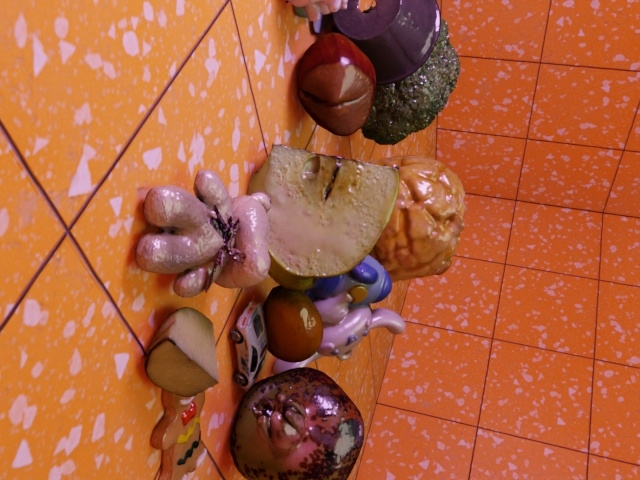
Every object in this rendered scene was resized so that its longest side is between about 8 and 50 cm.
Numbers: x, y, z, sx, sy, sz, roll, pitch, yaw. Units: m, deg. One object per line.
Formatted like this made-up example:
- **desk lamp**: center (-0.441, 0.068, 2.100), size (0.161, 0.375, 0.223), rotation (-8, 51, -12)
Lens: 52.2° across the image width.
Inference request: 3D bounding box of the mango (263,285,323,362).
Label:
- **mango**: center (-0.061, 0.178, 1.379), size (0.120, 0.151, 0.221), rotation (-38, 167, -26)

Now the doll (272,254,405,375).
- **doll**: center (0.050, 0.145, 1.577), size (0.376, 0.187, 0.366), rotation (-32, 127, -43)

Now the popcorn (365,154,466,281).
- **popcorn**: center (0.207, -0.062, 1.810), size (0.390, 0.353, 0.344), rotation (125, -28, -80)

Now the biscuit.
- **biscuit**: center (-0.232, 0.314, 1.109), size (0.158, 0.035, 0.240), rotation (-52, 148, -64)

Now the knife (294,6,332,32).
- **knife**: center (-0.006, -0.489, 1.426), size (0.260, 0.034, 0.063), rotation (-25, 122, -74)

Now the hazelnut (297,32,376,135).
- **hazelnut**: center (0.028, -0.339, 1.418), size (0.181, 0.181, 0.212), rotation (-32, 136, -31)

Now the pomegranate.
- **pomegranate**: center (-0.052, 0.382, 1.329), size (0.341, 0.284, 0.285), rotation (77, 27, -64)

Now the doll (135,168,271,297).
- **doll**: center (-0.166, 0.002, 0.994), size (0.175, 0.149, 0.278), rotation (-51, 156, 16)

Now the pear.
- **pear**: center (-0.008, -0.036, 1.296), size (0.176, 0.286, 0.282), rotation (153, -53, -86)

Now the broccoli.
- **broccoli**: center (0.211, -0.443, 1.756), size (0.413, 0.321, 0.310), rotation (60, 31, -41)

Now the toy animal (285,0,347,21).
- **toy animal**: center (0.032, -0.499, 1.278), size (0.220, 0.103, 0.131), rotation (-26, 85, -45)

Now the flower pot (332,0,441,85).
- **flower pot**: center (0.127, -0.505, 1.474), size (0.166, 0.269, 0.269), rotation (16, 84, -69)

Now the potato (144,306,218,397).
- **potato**: center (-0.227, 0.157, 1.011), size (0.149, 0.081, 0.120), rotation (57, 12, -45)

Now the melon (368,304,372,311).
- **melon**: center (0.036, 0.087, 1.759), size (0.169, 0.129, 0.265), rotation (-136, -154, -66)

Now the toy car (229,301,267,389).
- **toy car**: center (-0.141, 0.218, 1.331), size (0.095, 0.056, 0.205), rotation (-60, 154, -54)
